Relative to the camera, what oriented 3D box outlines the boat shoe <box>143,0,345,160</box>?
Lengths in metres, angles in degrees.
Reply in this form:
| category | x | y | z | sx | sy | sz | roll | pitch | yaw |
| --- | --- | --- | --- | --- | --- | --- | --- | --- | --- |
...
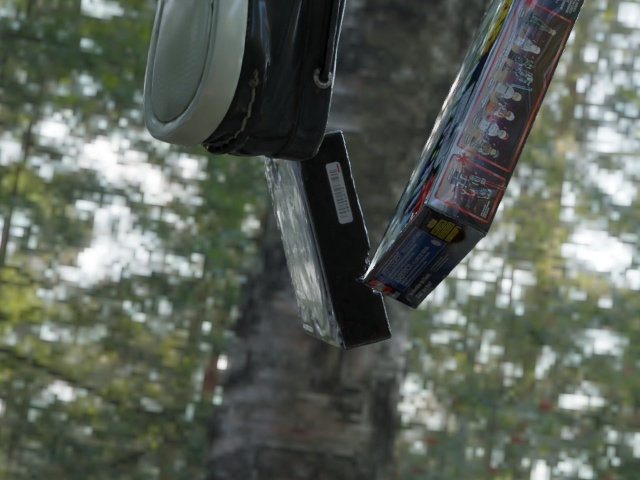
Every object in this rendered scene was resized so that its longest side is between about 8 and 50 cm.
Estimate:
| category | x | y | z | sx | sy | sz | roll | pitch | yaw |
| --- | --- | --- | --- | --- | --- | --- | --- | --- | --- |
| boat shoe | -0.013 | -0.203 | 0.988 | 0.113 | 0.340 | 0.127 | 19 | -23 | -28 |

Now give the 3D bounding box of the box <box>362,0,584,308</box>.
| category | x | y | z | sx | sy | sz | roll | pitch | yaw |
| --- | --- | --- | --- | --- | --- | --- | --- | --- | --- |
| box | 0.063 | -0.049 | 0.649 | 0.027 | 0.137 | 0.094 | 26 | -23 | -4 |

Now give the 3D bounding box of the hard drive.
| category | x | y | z | sx | sy | sz | roll | pitch | yaw |
| --- | --- | --- | --- | --- | --- | --- | --- | --- | --- |
| hard drive | 0.000 | 0.000 | 1.940 | 0.064 | 0.237 | 0.339 | -14 | 3 | -7 |
